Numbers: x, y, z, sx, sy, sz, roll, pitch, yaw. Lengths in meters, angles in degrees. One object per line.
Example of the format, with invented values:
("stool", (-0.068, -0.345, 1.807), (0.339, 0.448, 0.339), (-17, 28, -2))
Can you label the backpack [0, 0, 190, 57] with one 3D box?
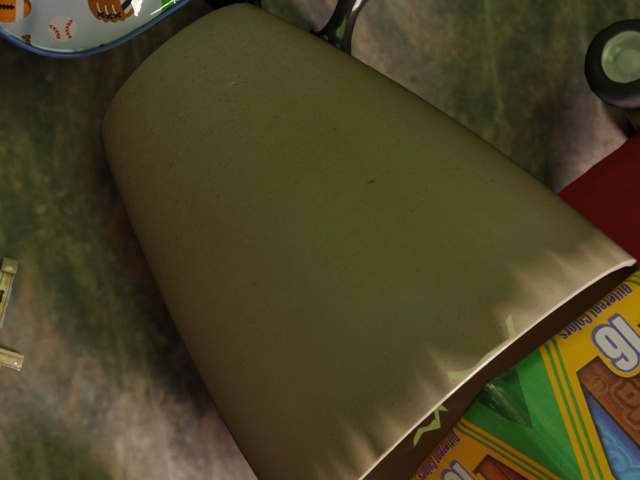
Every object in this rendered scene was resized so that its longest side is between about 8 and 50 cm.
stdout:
("backpack", (-0.155, -0.244, 1.112), (0.276, 0.213, 0.263), (-40, 116, 9))

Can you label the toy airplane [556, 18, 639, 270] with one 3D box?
("toy airplane", (0.372, -0.032, 1.217), (0.386, 0.384, 0.272), (4, 67, -23))

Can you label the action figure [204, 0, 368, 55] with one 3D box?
("action figure", (0.044, -0.239, 1.262), (0.164, 0.141, 0.275), (33, 73, -11))

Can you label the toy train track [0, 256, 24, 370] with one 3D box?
("toy train track", (-0.197, 0.050, 1.175), (0.048, 0.014, 0.083), (18, 73, -18))

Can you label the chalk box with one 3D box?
("chalk box", (0.215, 0.185, 1.122), (0.179, 0.180, 0.289), (-32, 73, -33))

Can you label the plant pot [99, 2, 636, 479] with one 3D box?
("plant pot", (0.000, 0.000, 1.159), (0.256, 0.256, 0.274), (-36, 76, -24))
